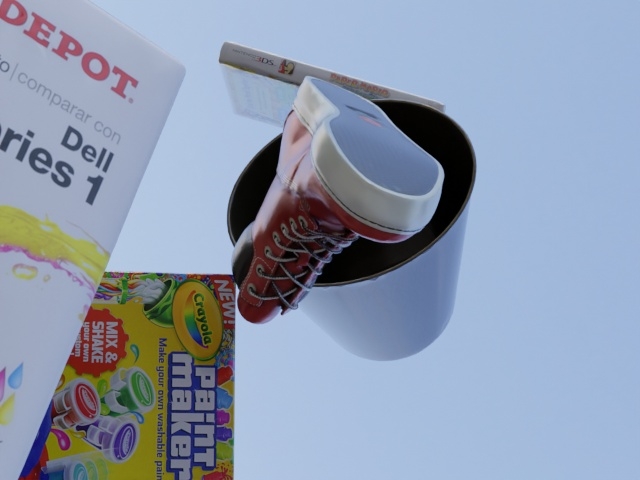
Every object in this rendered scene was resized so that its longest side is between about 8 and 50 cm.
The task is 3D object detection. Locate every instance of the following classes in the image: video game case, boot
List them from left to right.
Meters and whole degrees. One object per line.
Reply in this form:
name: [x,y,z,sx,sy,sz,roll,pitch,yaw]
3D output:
boot: [0.000,0.000,1.045,0.176,0.088,0.244,-65,-164,13]
video game case: [0.010,-0.126,1.450,0.206,0.227,0.026,16,-96,2]

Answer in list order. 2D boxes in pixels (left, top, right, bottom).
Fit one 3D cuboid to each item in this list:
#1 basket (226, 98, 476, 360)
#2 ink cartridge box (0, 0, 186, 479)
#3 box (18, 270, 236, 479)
basket: [0.044,0.006,1.296,0.204,0.227,0.154,-23,-116,1]
ink cartridge box: [-0.207,-0.004,0.661,0.117,0.201,0.278,-14,-130,53]
box: [-0.218,0.181,1.323,0.177,0.279,0.290,125,-35,-75]
